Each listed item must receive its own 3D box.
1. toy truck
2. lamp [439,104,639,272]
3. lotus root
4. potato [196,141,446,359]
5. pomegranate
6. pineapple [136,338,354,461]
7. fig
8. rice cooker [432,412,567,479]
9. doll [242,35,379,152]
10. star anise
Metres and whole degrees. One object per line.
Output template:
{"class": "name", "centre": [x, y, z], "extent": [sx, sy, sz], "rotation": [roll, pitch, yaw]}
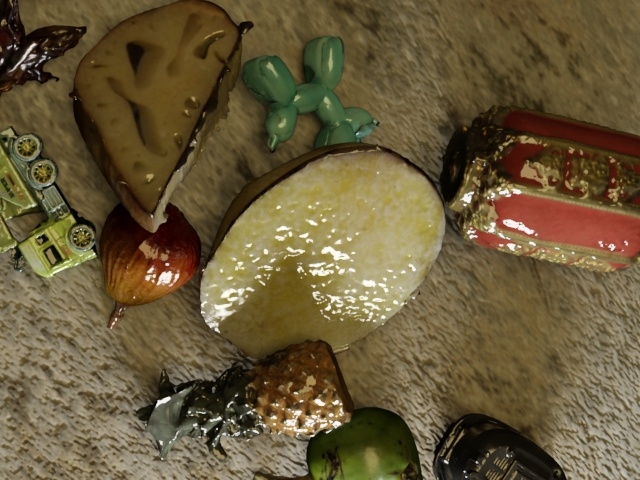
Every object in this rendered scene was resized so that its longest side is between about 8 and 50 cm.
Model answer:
{"class": "toy truck", "centre": [-0.318, -0.037, 1.660], "extent": [0.100, 0.077, 0.169], "rotation": [-30, 99, -4]}
{"class": "lamp", "centre": [0.279, -0.060, 1.779], "extent": [0.274, 0.177, 0.177], "rotation": [13, 87, -15]}
{"class": "lotus root", "centre": [-0.183, -0.153, 1.664], "extent": [0.170, 0.074, 0.260], "rotation": [29, 66, 7]}
{"class": "potato", "centre": [0.000, 0.000, 1.710], "extent": [0.239, 0.116, 0.299], "rotation": [35, 111, -24]}
{"class": "pomegranate", "centre": [0.022, 0.272, 1.734], "extent": [0.191, 0.131, 0.152], "rotation": [-12, 97, -8]}
{"class": "pineapple", "centre": [-0.088, 0.179, 1.693], "extent": [0.237, 0.111, 0.119], "rotation": [-15, 99, 8]}
{"class": "fig", "centre": [-0.185, 0.030, 1.684], "extent": [0.119, 0.119, 0.153], "rotation": [-8, 111, -16]}
{"class": "rice cooker", "centre": [0.213, 0.278, 1.800], "extent": [0.165, 0.106, 0.112], "rotation": [34, 85, -25]}
{"class": "doll", "centre": [-0.003, -0.152, 1.750], "extent": [0.159, 0.059, 0.158], "rotation": [-15, 97, -34]}
{"class": "star anise", "centre": [-0.351, -0.195, 1.628], "extent": [0.212, 0.053, 0.157], "rotation": [-30, 143, -13]}
